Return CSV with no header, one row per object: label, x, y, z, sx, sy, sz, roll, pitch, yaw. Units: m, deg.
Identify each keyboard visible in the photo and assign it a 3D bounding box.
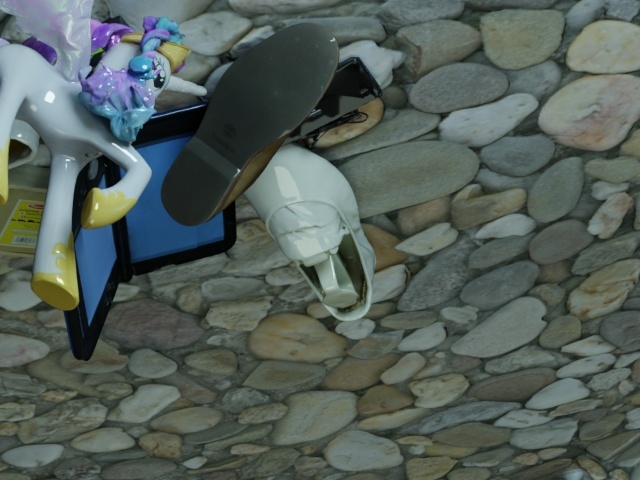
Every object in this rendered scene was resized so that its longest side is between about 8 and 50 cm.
keyboard,-0.016,-0.171,1.894,0.192,0.038,0.100,-25,131,15

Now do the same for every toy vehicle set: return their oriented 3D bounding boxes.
toy vehicle set,-0.386,-0.036,1.975,0.267,0.035,0.166,7,144,-29

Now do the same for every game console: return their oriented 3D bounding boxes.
game console,-0.222,-0.009,1.897,0.173,0.250,0.293,8,139,7

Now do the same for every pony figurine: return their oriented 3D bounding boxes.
pony figurine,-0.303,-0.159,1.505,0.351,0.363,0.303,34,137,-16

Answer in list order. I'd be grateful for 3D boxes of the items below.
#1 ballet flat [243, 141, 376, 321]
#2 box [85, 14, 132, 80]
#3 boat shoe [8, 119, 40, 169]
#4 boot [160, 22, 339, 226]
ballet flat,0.000,0.000,2.079,0.139,0.139,0.400,-18,149,10
box,-0.254,-0.211,1.704,0.083,0.062,0.052,-21,148,13
boat shoe,-0.497,-0.075,1.753,0.367,0.156,0.136,-17,149,9
boot,-0.078,-0.150,1.826,0.305,0.112,0.115,-49,169,20
